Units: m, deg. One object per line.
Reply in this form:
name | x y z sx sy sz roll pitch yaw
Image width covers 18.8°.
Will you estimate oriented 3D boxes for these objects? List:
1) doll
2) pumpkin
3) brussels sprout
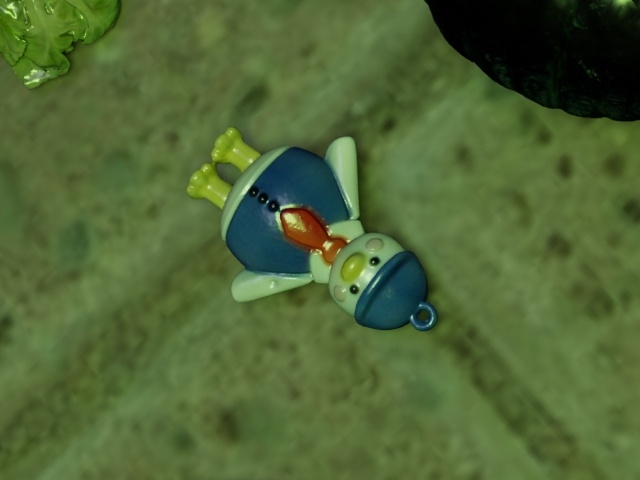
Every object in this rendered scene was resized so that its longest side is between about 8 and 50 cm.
doll | 0.000 0.000 0.941 0.143 0.057 0.099 38 92 18
pumpkin | 0.139 -0.145 0.875 0.202 0.140 0.202 -6 63 12
brussels sprout | -0.153 -0.134 1.027 0.085 0.058 0.085 -12 57 20
